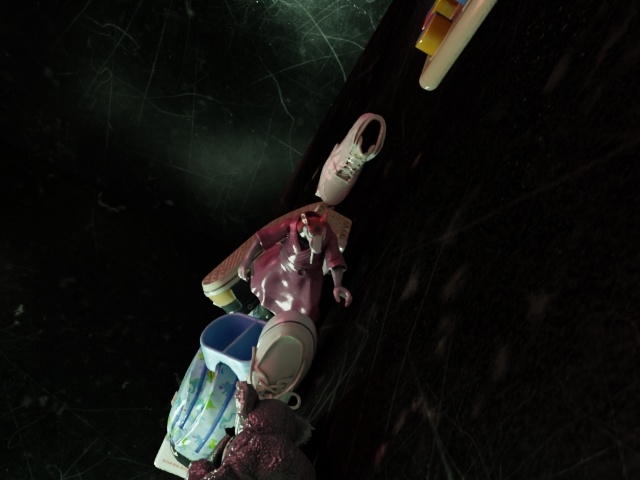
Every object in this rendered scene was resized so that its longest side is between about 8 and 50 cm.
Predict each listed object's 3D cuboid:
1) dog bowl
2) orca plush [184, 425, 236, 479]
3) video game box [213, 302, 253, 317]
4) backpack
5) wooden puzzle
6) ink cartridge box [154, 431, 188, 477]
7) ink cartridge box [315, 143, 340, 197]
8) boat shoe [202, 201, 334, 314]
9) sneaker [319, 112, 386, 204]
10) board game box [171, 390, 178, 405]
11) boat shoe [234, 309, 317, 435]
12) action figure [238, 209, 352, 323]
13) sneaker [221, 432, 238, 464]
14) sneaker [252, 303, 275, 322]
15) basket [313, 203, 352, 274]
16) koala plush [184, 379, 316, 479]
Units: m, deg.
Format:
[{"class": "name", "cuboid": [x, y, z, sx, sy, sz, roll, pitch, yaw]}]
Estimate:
[{"class": "dog bowl", "cuboid": [-0.187, 0.264, 1.681, 0.297, 0.074, 0.166, 11, 43, 45]}, {"class": "orca plush", "cuboid": [-0.243, 0.600, 1.706, 0.287, 0.102, 0.151, -52, -33, 14]}, {"class": "video game box", "cuboid": [-0.230, 0.169, 2.273, 0.187, 0.205, 0.048, -64, 8, 2]}, {"class": "backpack", "cuboid": [-0.288, 0.436, 1.883, 0.355, 0.273, 0.290, -39, 17, 41]}, {"class": "wooden puzzle", "cuboid": [0.319, -0.562, 1.558, 0.322, 0.081, 0.347, -55, 13, 44]}, {"class": "ink cartridge box", "cuboid": [-0.431, 0.660, 2.228, 0.219, 0.160, 0.092, -66, 8, -10]}, {"class": "ink cartridge box", "cuboid": [0.050, -0.233, 2.204, 0.115, 0.067, 0.198, -57, 12, 40]}, {"class": "boat shoe", "cuboid": [-0.126, 0.045, 1.970, 0.187, 0.156, 0.500, -11, 25, 52]}, {"class": "sneaker", "cuboid": [0.085, -0.227, 1.885, 0.292, 0.108, 0.169, -62, 7, 7]}, {"class": "board game box", "cuboid": [-0.374, 0.540, 2.132, 0.045, 0.194, 0.147, -66, 10, -12]}, {"class": "boat shoe", "cuboid": [-0.113, 0.322, 1.460, 0.156, 0.136, 0.367, -79, 14, -56]}, {"class": "action figure", "cuboid": [-0.029, 0.037, 1.521, 0.370, 0.248, 0.275, 115, 180, -49]}, {"class": "sneaker", "cuboid": [-0.160, 0.506, 1.264, 0.147, 0.130, 0.330, -56, 12, 29]}, {"class": "sneaker", "cuboid": [-0.167, 0.221, 2.044, 0.341, 0.125, 0.139, -108, 42, -77]}, {"class": "basket", "cuboid": [0.000, 0.000, 1.755, 0.167, 0.113, 0.103, -53, 11, 52]}, {"class": "koala plush", "cuboid": [-0.094, 0.358, 1.161, 0.203, 0.196, 0.221, -47, 16, 27]}]
